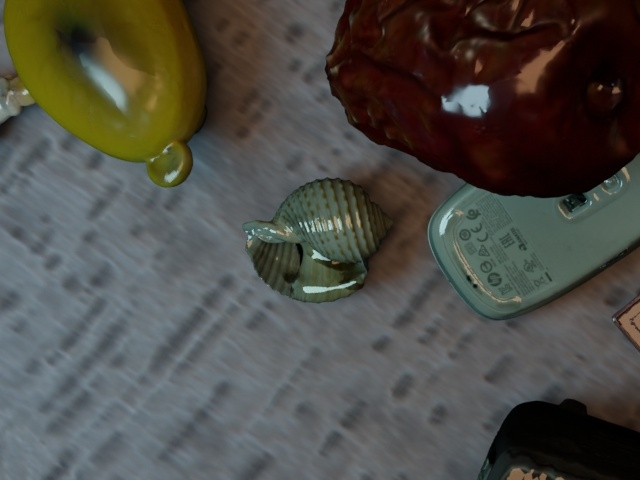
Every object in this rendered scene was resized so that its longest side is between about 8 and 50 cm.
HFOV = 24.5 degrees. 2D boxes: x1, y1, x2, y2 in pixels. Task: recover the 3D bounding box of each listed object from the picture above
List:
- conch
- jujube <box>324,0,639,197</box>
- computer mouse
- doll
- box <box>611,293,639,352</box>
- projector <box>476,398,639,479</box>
[{"bbox_3d":[0.005,-0.002,1.605,0.153,0.102,0.135,-4,106,32],"label":"conch"},{"bbox_3d":[0.167,-0.182,1.444,0.377,0.276,0.276,31,97,52],"label":"jujube"},{"bbox_3d":[0.257,-0.037,1.558,0.288,0.097,0.159,-34,92,21],"label":"computer mouse"},{"bbox_3d":[-0.289,-0.263,1.645,0.348,0.161,0.423,-2,88,24],"label":"doll"},{"bbox_3d":[0.358,0.077,1.552,0.085,0.063,0.060,-42,80,9],"label":"box"},{"bbox_3d":[0.325,0.319,1.380,0.395,0.405,0.242,20,93,11],"label":"projector"}]
